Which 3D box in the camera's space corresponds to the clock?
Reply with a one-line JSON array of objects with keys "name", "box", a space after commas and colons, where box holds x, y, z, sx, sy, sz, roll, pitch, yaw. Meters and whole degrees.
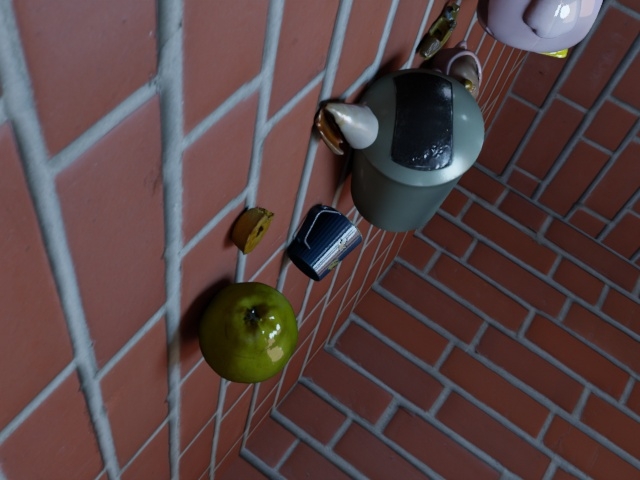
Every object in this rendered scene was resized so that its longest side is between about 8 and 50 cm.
[{"name": "clock", "box": [0.498, -0.631, 1.688, 0.368, 0.251, 0.376, -84, -176, -45]}]

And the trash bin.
[{"name": "trash bin", "box": [0.206, -0.200, 1.752, 0.280, 0.280, 0.432, -52, 171, -16]}]

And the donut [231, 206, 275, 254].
[{"name": "donut", "box": [-0.132, -0.022, 1.436, 0.097, 0.043, 0.108, -57, 169, 3]}]

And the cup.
[{"name": "cup", "box": [0.000, 0.000, 1.869, 0.155, 0.131, 0.176, -49, 137, -15]}]

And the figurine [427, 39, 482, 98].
[{"name": "figurine", "box": [0.316, -0.387, 1.939, 0.287, 0.186, 0.176, -30, 131, -28]}]

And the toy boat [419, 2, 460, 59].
[{"name": "toy boat", "box": [0.285, -0.495, 1.792, 0.149, 0.047, 0.049, -56, 168, 5]}]

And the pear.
[{"name": "pear", "box": [-0.149, 0.189, 1.549, 0.212, 0.212, 0.269, -51, 177, -22]}]

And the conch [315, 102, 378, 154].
[{"name": "conch", "box": [0.050, -0.225, 1.496, 0.104, 0.094, 0.176, -15, -179, 25]}]
